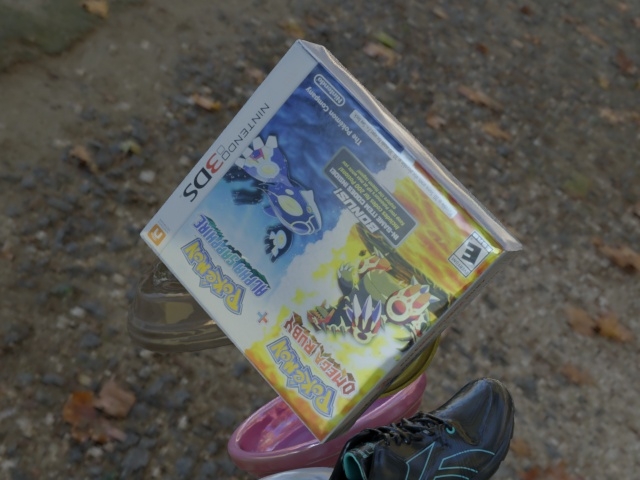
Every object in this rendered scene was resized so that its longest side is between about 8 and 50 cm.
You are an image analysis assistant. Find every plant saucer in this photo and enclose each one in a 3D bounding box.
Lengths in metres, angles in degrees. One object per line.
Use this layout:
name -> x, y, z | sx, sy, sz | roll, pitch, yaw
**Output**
plant saucer -> -0.037, 0.009, 0.959 | 0.041, 0.278, 0.278 | 69, 23, -15
plant saucer -> 0.020, 0.290, 1.803 | 0.084, 0.332, 0.332 | 66, 28, -8

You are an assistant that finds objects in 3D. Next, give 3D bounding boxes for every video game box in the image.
video game box -> 0.000, 0.000, 0.781 | 0.205, 0.187, 0.048 | 47, 21, 17

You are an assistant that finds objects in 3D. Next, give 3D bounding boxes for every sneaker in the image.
sneaker -> 0.089, 0.215, 1.105 | 0.267, 0.101, 0.106 | -44, 110, -27

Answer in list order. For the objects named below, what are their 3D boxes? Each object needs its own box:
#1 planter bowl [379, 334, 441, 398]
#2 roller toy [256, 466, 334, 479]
planter bowl -> 0.045, 0.108, 1.453 | 0.217, 0.217, 0.090 | 32, 10, 2
roller toy -> -0.019, 0.371, 1.351 | 0.209, 0.191, 0.146 | 19, 42, -38
